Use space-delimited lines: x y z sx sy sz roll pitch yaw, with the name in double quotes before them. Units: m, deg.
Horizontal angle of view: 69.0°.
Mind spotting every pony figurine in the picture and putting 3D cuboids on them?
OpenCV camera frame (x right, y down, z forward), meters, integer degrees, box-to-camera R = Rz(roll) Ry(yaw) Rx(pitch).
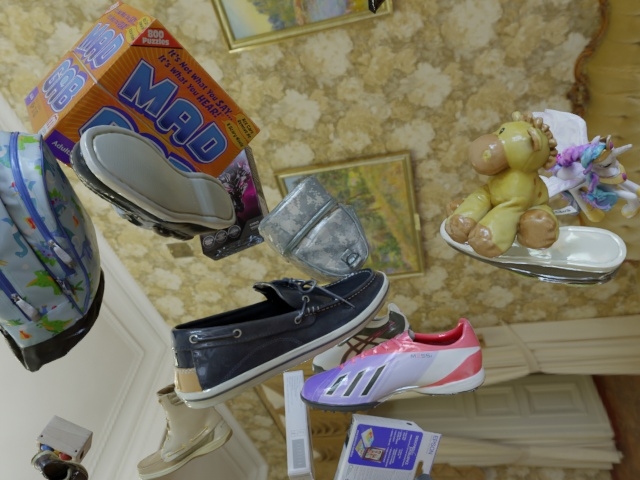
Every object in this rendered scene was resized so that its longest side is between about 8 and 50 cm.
"pony figurine" 0.705 -0.187 1.284 0.364 0.351 0.302 31 -97 -37

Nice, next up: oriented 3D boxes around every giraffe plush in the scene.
"giraffe plush" 0.285 -0.095 0.692 0.181 0.211 0.170 -133 26 -61

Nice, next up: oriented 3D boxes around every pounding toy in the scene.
"pounding toy" -0.678 0.562 1.235 0.141 0.130 0.100 -61 4 40

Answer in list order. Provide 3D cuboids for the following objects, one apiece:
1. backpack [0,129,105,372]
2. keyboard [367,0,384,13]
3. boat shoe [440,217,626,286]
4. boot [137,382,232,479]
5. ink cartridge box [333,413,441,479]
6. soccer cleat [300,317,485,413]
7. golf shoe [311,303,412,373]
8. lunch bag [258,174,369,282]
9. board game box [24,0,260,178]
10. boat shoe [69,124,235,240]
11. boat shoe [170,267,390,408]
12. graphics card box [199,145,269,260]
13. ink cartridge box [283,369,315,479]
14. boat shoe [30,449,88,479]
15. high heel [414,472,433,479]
"backpack" -0.510 -0.009 0.790 0.355 0.274 0.290 60 177 -36
"keyboard" 0.072 -0.390 0.615 0.108 0.023 0.180 -54 -22 -12
"boat shoe" 0.374 0.018 0.856 0.109 0.305 0.091 -64 -31 -26
"boot" -0.391 0.487 1.221 0.095 0.262 0.203 -118 3 -80
"ink cartridge box" 0.148 0.506 1.058 0.045 0.209 0.206 -128 52 -77
"soccer cleat" 0.116 0.213 0.803 0.108 0.319 0.116 -76 -25 -79
"golf shoe" 0.095 0.249 1.168 0.105 0.273 0.120 -46 -67 -79
"lunch bag" 0.000 0.000 1.233 0.256 0.212 0.305 45 173 3
"board game box" -0.453 -0.318 1.183 0.356 0.356 0.356 42 180 45
"boat shoe" -0.218 -0.054 0.614 0.302 0.091 0.114 35 -145 -68
"boat shoe" -0.060 0.144 0.926 0.187 0.501 0.155 -7 103 59
"graphics card box" -0.310 -0.141 1.565 0.094 0.233 0.370 49 -158 -67
"ink cartridge box" -0.058 0.578 1.365 0.296 0.066 0.261 -98 1 -47
"boat shoe" -0.562 0.508 1.012 0.056 0.049 0.152 -49 -44 -18
"high heel" 0.108 0.587 0.966 0.093 0.262 0.186 55 142 46
